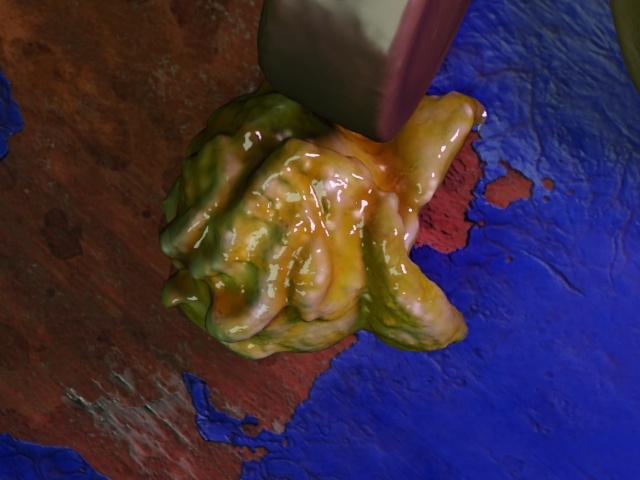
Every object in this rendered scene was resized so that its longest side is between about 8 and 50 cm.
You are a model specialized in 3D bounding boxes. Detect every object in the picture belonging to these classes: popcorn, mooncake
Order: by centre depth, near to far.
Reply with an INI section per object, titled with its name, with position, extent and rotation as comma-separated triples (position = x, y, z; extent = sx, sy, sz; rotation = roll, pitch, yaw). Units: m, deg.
[mooncake]
position = 0.049, -0.241, 1.415
extent = 0.155, 0.284, 0.284
rotation = 22, 120, 11
[popcorn]
position = 0.003, -0.006, 1.554
extent = 0.325, 0.290, 0.321
rotation = 51, 126, 15

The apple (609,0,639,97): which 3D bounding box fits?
[apple]
position = 0.438, -0.224, 1.381
extent = 0.320, 0.311, 0.360
rotation = -139, 43, -56
